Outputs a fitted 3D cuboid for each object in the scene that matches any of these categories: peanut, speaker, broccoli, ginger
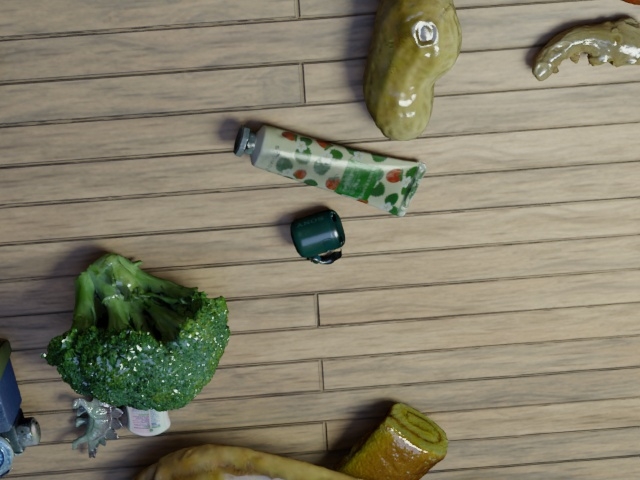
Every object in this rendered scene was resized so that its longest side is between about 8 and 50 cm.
[{"bbox_3d":[0.121,-0.238,1.503,0.120,0.110,0.236,0,121,-13],"label":"peanut"},{"bbox_3d":[0.001,0.004,1.655,0.075,0.060,0.094,-17,119,7],"label":"speaker"},{"bbox_3d":[-0.263,0.140,1.642,0.269,0.261,0.241,-34,77,11],"label":"broccoli"},{"bbox_3d":[0.375,-0.264,1.542,0.173,0.051,0.069,-6,113,5],"label":"ginger"}]

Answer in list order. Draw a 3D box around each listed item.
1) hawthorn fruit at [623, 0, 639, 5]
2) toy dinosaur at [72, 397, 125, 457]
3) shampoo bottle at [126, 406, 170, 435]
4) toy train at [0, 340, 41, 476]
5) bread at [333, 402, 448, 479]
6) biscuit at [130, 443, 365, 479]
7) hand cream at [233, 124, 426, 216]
[{"bbox_3d":[0.461,-0.375,1.409,0.225,0.196,0.196,16,117,-26],"label":"hawthorn fruit"},{"bbox_3d":[-0.354,0.265,1.788,0.082,0.039,0.209,2,118,-5],"label":"toy dinosaur"},{"bbox_3d":[-0.277,0.269,1.793,0.072,0.043,0.099,-2,120,-2],"label":"shampoo bottle"},{"bbox_3d":[-0.594,0.270,1.733,0.300,0.131,0.202,-10,112,1],"label":"toy train"},{"bbox_3d":[0.113,0.355,1.828,0.132,0.103,0.172,30,118,-11],"label":"bread"},{"bbox_3d":[-0.117,0.497,1.869,0.446,0.104,0.429,16,131,-1],"label":"biscuit"},{"bbox_3d":[0.012,-0.106,1.602,0.276,0.059,0.095,15,119,-16],"label":"hand cream"}]
